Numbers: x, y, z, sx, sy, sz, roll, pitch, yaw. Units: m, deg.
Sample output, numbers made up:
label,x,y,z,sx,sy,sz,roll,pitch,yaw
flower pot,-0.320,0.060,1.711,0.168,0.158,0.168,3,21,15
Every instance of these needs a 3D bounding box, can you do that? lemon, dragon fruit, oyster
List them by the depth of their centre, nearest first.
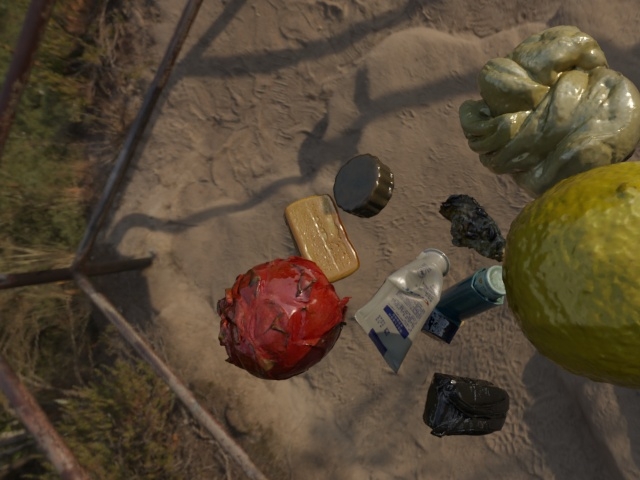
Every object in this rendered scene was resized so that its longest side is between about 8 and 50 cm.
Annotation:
label,x,y,z,sx,sy,sz,roll,pitch,yaw
lemon,0.266,0.029,0.436,0.231,0.192,0.192,-8,90,56
dragon fruit,-0.078,0.146,0.977,0.241,0.252,0.241,40,146,35
oyster,0.325,-0.021,1.085,0.177,0.056,0.105,50,142,2

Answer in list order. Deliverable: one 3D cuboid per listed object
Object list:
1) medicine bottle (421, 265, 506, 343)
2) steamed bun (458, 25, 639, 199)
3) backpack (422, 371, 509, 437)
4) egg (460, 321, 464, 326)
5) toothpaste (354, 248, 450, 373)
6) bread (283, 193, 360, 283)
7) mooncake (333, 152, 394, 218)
label,x,y,z,sx,sy,sz,roll,pitch,yaw
medicine bottle,0.315,0.138,1.110,0.079,0.124,0.258,32,150,-3
steamed bun,0.434,-0.251,1.023,0.325,0.230,0.373,119,142,-56
backpack,0.282,0.320,0.994,0.106,0.165,0.120,35,110,65
egg,0.453,0.276,1.753,0.083,0.071,0.071,10,98,13
toothpaste,0.131,0.089,0.767,0.061,0.266,0.096,-36,91,37
bread,0.000,0.000,1.110,0.115,0.077,0.201,-20,75,-10
mooncake,0.163,-0.194,1.852,0.228,0.124,0.228,-23,56,39
